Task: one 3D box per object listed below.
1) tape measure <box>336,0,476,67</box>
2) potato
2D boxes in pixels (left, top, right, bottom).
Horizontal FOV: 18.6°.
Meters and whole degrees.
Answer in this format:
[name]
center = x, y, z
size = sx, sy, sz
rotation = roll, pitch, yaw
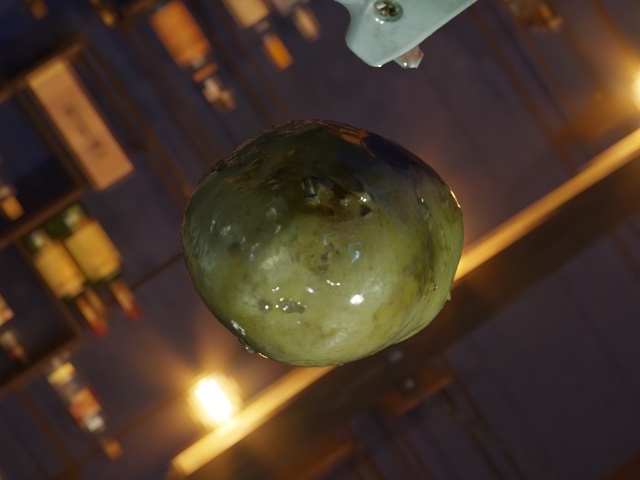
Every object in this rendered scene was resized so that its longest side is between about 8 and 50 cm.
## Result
[tape measure]
center = 0.052, -0.240, 1.232
size = 0.243, 0.246, 0.125
rotation = -32, -149, 43
[potato]
center = 0.000, 0.000, 1.478
size = 0.173, 0.210, 0.307
rotation = -55, 175, 13
